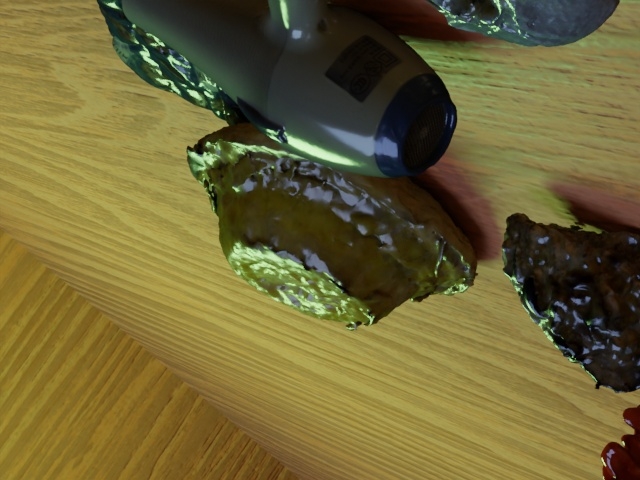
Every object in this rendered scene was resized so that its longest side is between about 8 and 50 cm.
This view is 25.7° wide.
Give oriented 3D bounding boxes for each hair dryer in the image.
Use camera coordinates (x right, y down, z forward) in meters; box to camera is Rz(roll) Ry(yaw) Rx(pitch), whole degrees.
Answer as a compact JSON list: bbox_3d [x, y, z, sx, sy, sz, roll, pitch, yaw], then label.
[{"bbox_3d":[-0.060,-0.184,0.988,0.296,0.119,0.298,15,142,51],"label":"hair dryer"}]

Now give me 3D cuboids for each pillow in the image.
[{"bbox_3d":[-0.134,-0.180,1.252,0.189,0.034,0.255,31,166,21],"label":"pillow"}]

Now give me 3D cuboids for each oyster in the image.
[{"bbox_3d":[0.208,0.036,1.063,0.177,0.105,0.056,51,-173,27],"label":"oyster"}]

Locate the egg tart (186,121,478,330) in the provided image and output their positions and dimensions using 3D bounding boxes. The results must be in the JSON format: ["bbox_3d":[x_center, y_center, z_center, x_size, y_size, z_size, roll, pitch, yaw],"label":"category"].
[{"bbox_3d":[0.000,0.000,1.301,0.294,0.116,0.295,23,165,6],"label":"egg tart"}]

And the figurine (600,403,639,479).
[{"bbox_3d":[0.364,0.264,1.066,0.306,0.241,0.412,30,-174,-31],"label":"figurine"}]

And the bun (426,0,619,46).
[{"bbox_3d":[0.092,-0.154,0.747,0.140,0.083,0.141,31,168,8],"label":"bun"}]
